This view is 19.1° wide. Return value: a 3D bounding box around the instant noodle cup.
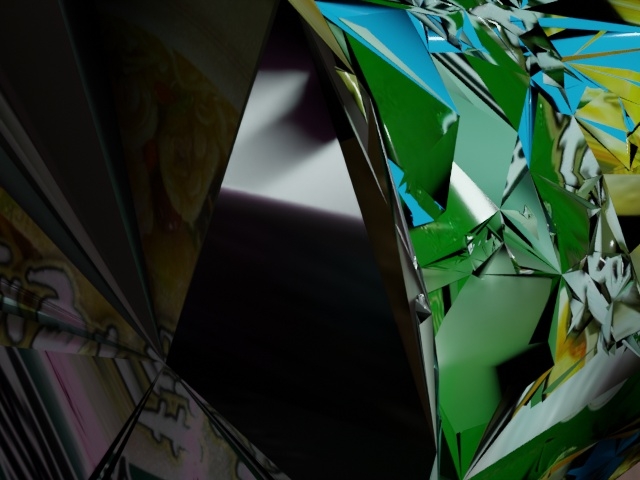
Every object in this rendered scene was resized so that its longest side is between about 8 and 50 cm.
[{"bbox_3d":[0.000,0.000,0.519,0.178,0.240,0.240,-16,63,-45],"label":"instant noodle cup"}]
